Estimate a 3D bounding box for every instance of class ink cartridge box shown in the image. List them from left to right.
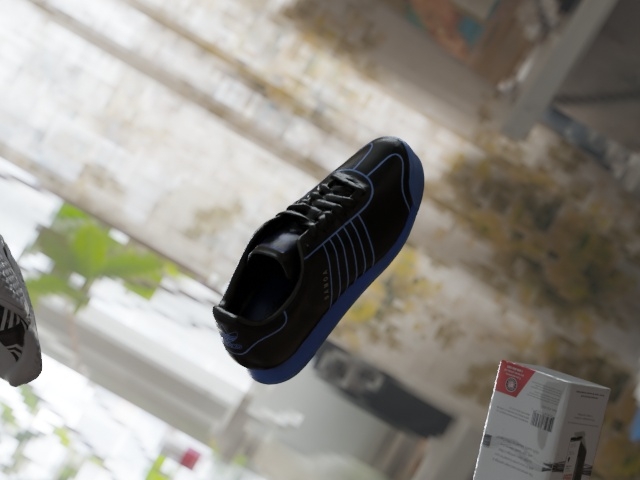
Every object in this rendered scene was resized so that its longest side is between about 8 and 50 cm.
[{"bbox_3d":[0.200,0.187,1.702,0.099,0.056,0.135,17,95,54],"label":"ink cartridge box"}]

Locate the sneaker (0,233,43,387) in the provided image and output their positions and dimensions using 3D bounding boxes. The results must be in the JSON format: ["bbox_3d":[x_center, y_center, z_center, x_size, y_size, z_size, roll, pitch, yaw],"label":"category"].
[{"bbox_3d":[-0.407,0.010,1.662,0.210,0.366,0.137,-28,26,0],"label":"sneaker"}]

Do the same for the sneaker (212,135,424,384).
[{"bbox_3d":[0.000,0.000,1.447,0.232,0.081,0.090,-57,-35,-19],"label":"sneaker"}]
